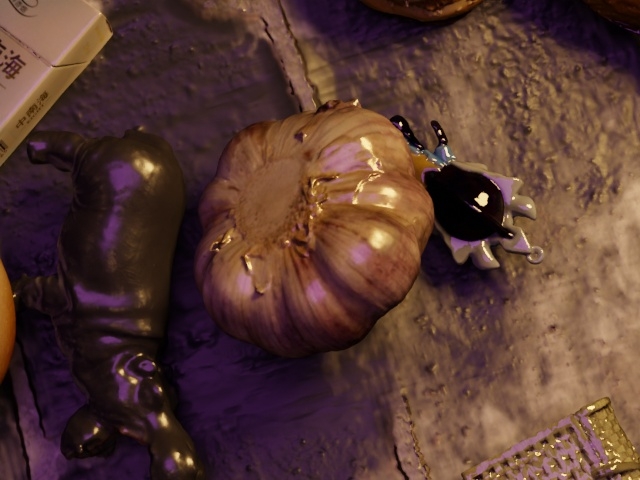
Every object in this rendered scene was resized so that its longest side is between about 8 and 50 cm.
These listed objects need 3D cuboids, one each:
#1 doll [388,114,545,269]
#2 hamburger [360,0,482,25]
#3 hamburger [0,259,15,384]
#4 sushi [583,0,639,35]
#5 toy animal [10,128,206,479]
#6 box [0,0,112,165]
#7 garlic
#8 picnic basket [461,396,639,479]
[{"bbox_3d":[0.126,-0.038,1.619,0.195,0.070,0.096,38,91,20],"label":"doll"},{"bbox_3d":[0.092,-0.306,1.654,0.181,0.118,0.191,-7,73,-1],"label":"hamburger"},{"bbox_3d":[-0.367,0.073,1.569,0.237,0.147,0.237,-2,87,44],"label":"hamburger"},{"bbox_3d":[0.317,-0.258,1.619,0.287,0.149,0.140,12,60,33],"label":"sushi"},{"bbox_3d":[-0.191,0.069,1.599,0.168,0.106,0.343,-6,88,19],"label":"toy animal"},{"bbox_3d":[-0.333,-0.159,1.679,0.155,0.067,0.243,37,83,10],"label":"box"},{"bbox_3d":[0.000,0.000,1.571,0.245,0.160,0.245,-22,48,27],"label":"garlic"},{"bbox_3d":[0.232,0.249,1.518,0.154,0.134,0.196,-28,77,2],"label":"picnic basket"}]
